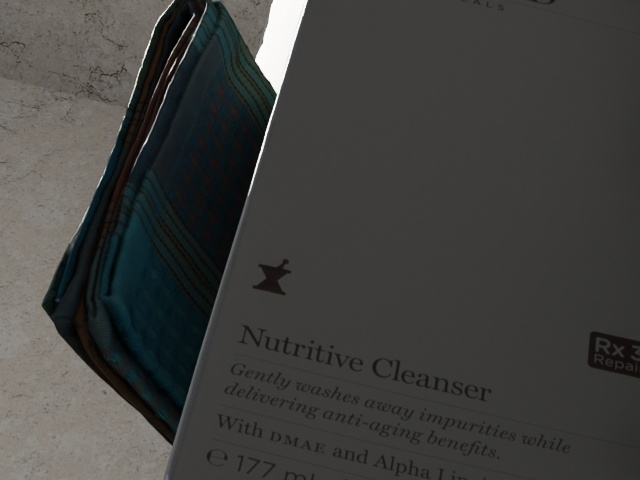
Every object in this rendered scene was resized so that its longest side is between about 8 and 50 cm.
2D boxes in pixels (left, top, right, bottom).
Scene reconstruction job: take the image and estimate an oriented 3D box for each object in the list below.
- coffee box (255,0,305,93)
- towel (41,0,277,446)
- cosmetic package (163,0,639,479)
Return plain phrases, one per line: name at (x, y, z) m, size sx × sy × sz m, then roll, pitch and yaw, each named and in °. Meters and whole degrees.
coffee box at (0.085, -0.150, 1.055) m, size 0.297 × 0.119 × 0.168 m, roll -29°, pitch 38°, yaw 46°
towel at (-0.009, 0.059, 0.979) m, size 0.370 × 0.040 × 0.271 m, roll 52°, pitch -144°, yaw -34°
cosmetic package at (0.059, 0.031, 0.814) m, size 0.156 × 0.217 × 0.385 m, roll 103°, pitch 179°, yaw -50°
